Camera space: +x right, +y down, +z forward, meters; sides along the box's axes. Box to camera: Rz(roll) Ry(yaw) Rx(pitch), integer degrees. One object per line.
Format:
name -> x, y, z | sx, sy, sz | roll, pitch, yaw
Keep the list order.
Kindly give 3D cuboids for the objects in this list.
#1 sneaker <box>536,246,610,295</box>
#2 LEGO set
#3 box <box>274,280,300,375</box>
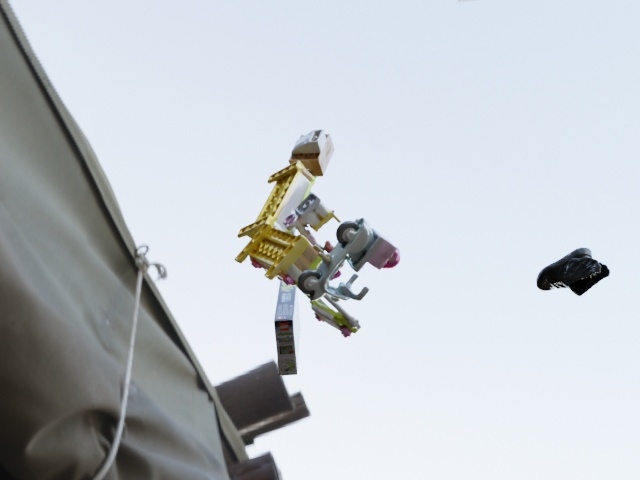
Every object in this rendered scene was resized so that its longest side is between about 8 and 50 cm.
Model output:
sneaker -> 0.495, 0.076, 1.457 | 0.051, 0.089, 0.170 | 25, -45, -19
LEGO set -> 0.000, 0.000, 0.713 | 0.132, 0.287, 0.107 | -41, -66, 11
box -> -0.063, 0.166, 1.438 | 0.036, 0.207, 0.114 | -3, -72, 1
